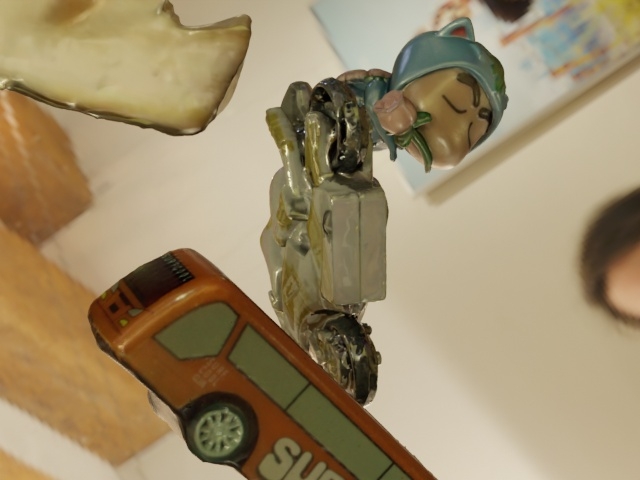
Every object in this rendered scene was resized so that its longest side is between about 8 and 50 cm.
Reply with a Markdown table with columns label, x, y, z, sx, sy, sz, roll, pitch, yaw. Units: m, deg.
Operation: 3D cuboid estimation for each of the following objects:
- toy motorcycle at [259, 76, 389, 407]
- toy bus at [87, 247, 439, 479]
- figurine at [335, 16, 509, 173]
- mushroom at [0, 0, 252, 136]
| label | x | y | z | sx | sy | sz | roll | pitch | yaw |
| --- | --- | --- | --- | --- | --- | --- | --- | --- | --- |
| toy motorcycle | 0.000 | 0.000 | 1.048 | 0.152 | 0.073 | 0.225 | -166 | 70 | -68 |
| toy bus | 0.020 | 0.161 | 0.952 | 0.409 | 0.092 | 0.093 | 46 | 176 | -25 |
| figurine | 0.063 | -0.096 | 1.217 | 0.144 | 0.178 | 0.114 | -77 | -32 | -56 |
| mushroom | -0.159 | -0.185 | 1.015 | 0.236 | 0.162 | 0.173 | 12 | -151 | -7 |
